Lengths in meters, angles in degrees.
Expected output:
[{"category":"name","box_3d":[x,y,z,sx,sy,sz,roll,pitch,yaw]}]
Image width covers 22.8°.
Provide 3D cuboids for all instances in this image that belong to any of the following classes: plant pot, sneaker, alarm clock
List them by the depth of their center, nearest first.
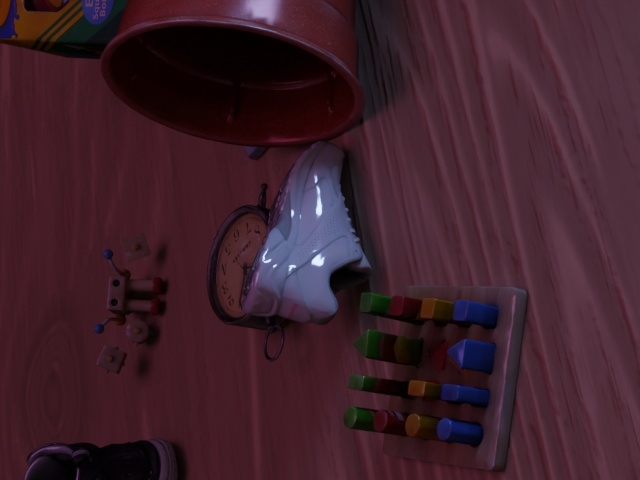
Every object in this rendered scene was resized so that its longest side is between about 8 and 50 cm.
[{"category":"sneaker","box_3d":[0.000,0.000,1.598,0.090,0.115,0.232,118,173,-52]},{"category":"plant pot","box_3d":[-0.072,-0.275,1.655,0.272,0.272,0.265,-20,55,52]},{"category":"alarm clock","box_3d":[-0.062,0.046,1.688,0.129,0.064,0.192,-46,43,38]},{"category":"sneaker","box_3d":[-0.290,0.307,1.857,0.268,0.153,0.101,-46,44,38]}]

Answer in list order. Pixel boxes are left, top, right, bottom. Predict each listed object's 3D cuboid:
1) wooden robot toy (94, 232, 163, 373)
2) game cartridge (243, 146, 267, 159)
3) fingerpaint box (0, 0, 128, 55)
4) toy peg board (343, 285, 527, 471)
[{"category":"wooden robot toy","box_3d":[-0.232,0.080,1.948,0.079,0.076,0.173,90,-175,-80]},{"category":"game cartridge","box_3d":[-0.064,-0.135,1.796,0.083,0.017,0.056,-55,43,30]},{"category":"fingerpaint box","box_3d":[-0.245,-0.450,1.952,0.371,0.163,0.445,11,93,47]},{"category":"toy peg board","box_3d":[0.094,0.116,1.423,0.160,0.079,0.161,-1,79,56]}]
